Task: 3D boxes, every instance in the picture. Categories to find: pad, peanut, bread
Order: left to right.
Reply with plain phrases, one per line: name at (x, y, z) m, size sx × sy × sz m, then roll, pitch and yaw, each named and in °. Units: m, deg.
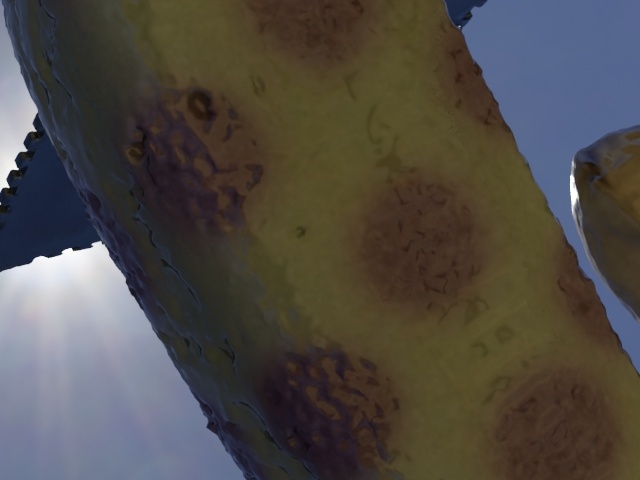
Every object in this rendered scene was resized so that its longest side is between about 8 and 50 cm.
pad at (-0.053, -0.066, 0.902) m, size 0.269 × 0.269 × 0.012 m, roll -13°, pitch -111°, yaw -32°
bread at (0.000, 0.000, 0.666) m, size 0.155 × 0.187 × 0.338 m, roll -30°, pitch -81°, yaw -17°
peanut at (0.303, 0.013, 1.036) m, size 0.340 × 0.158 × 0.174 m, roll 7°, pitch -105°, yaw -47°
